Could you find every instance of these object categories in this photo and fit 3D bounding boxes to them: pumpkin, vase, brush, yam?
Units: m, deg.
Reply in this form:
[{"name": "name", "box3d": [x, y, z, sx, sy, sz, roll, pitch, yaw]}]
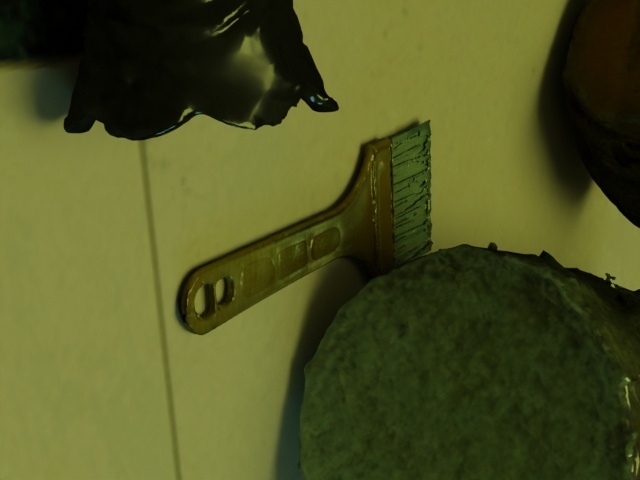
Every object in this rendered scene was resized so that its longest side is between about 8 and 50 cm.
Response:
[{"name": "pumpkin", "box3d": [0.230, -0.119, 0.987, 0.131, 0.126, 0.248, 40, 47, -42]}, {"name": "vase", "box3d": [-0.059, -0.164, 0.587, 0.115, 0.115, 0.237, -19, 108, -51]}, {"name": "brush", "box3d": [0.000, 0.000, 0.778, 0.218, 0.010, 0.082, -26, 119, -49]}, {"name": "yam", "box3d": [0.161, 0.127, 0.853, 0.348, 0.241, 0.241, 16, 85, -51]}]
